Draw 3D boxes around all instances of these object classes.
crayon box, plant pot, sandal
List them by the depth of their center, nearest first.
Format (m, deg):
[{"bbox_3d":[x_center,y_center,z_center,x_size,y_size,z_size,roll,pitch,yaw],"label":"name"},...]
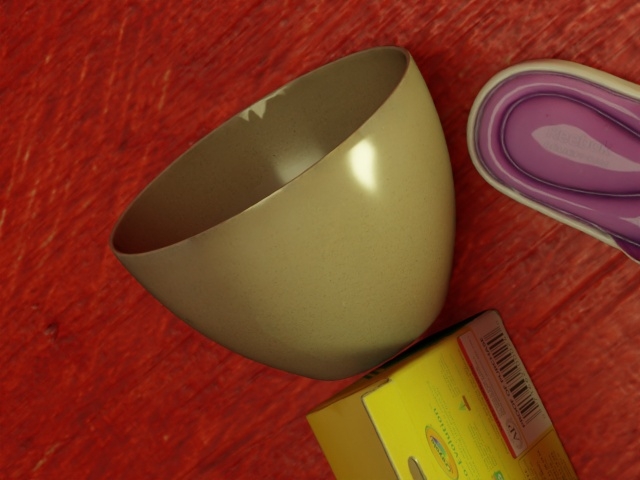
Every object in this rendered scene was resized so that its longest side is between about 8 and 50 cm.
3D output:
[{"bbox_3d":[0.101,0.183,1.403,0.081,0.318,0.202,-27,87,23],"label":"crayon box"},{"bbox_3d":[0.303,-0.034,1.406,0.416,0.102,0.169,13,103,20],"label":"sandal"},{"bbox_3d":[0.000,0.000,1.463,0.284,0.284,0.191,-27,108,23],"label":"plant pot"}]
